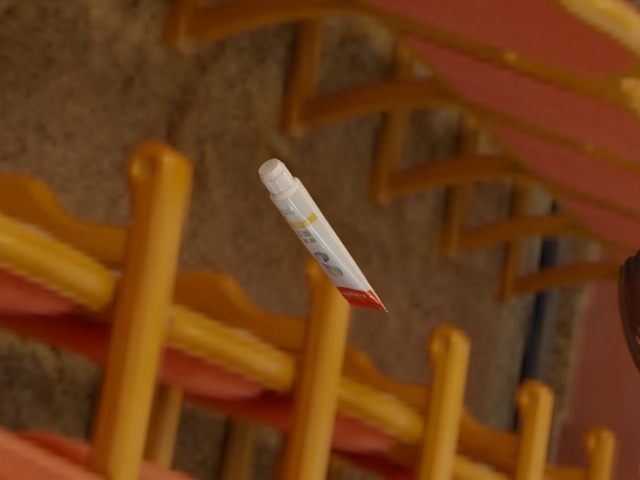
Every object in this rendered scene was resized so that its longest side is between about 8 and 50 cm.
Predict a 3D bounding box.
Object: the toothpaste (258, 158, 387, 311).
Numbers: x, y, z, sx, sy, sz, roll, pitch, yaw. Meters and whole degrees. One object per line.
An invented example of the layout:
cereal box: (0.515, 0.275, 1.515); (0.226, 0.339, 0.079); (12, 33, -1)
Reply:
toothpaste: (0.000, 0.000, 1.745); (0.031, 0.048, 0.190); (-55, 128, -28)

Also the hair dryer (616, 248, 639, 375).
hair dryer: (0.486, 0.088, 1.872); (0.312, 0.340, 0.123); (60, 6, 19)
